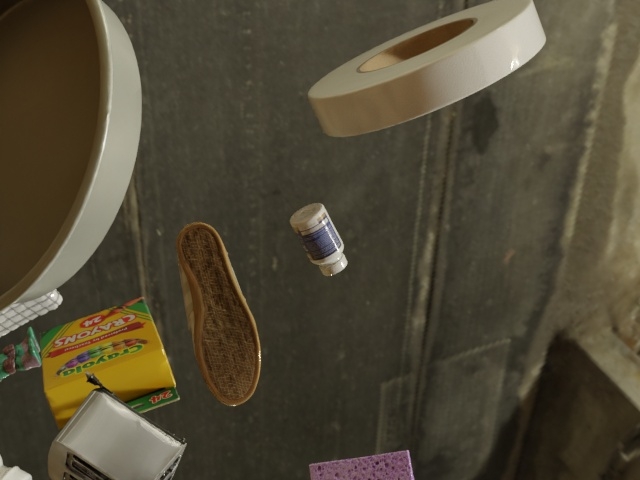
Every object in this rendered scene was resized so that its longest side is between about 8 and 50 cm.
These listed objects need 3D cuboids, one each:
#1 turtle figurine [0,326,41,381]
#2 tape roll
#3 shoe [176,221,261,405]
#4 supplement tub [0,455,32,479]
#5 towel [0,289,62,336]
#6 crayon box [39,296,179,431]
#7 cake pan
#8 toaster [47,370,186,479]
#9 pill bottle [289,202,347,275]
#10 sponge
[{"bbox_3d":[-0.659,0.246,1.808,0.234,0.175,0.118,-20,128,-13],"label":"turtle figurine"},{"bbox_3d":[0.167,-0.282,1.508,0.392,0.392,0.072,-29,107,-10],"label":"tape roll"},{"bbox_3d":[-0.120,0.086,1.112,0.076,0.219,0.058,-12,173,-10],"label":"shoe"},{"bbox_3d":[-0.530,0.316,1.190,0.272,0.191,0.191,26,111,-1],"label":"supplement tub"},{"bbox_3d":[-0.559,0.059,1.369,0.284,0.121,0.235,-28,146,3],"label":"towel"},{"bbox_3d":[-0.365,0.210,1.602,0.202,0.318,0.081,-20,111,-13],"label":"crayon box"},{"bbox_3d":[-0.243,-0.079,0.717,0.054,0.293,0.293,15,114,-53],"label":"cake pan"},{"bbox_3d":[-0.301,0.311,1.363,0.110,0.186,0.168,-54,175,-38],"label":"toaster"},{"bbox_3d":[0.000,0.000,1.653,0.067,0.067,0.120,-31,113,-8],"label":"pill bottle"},{"bbox_3d":[0.089,0.502,1.925,0.210,0.117,0.031,-9,166,5],"label":"sponge"}]
